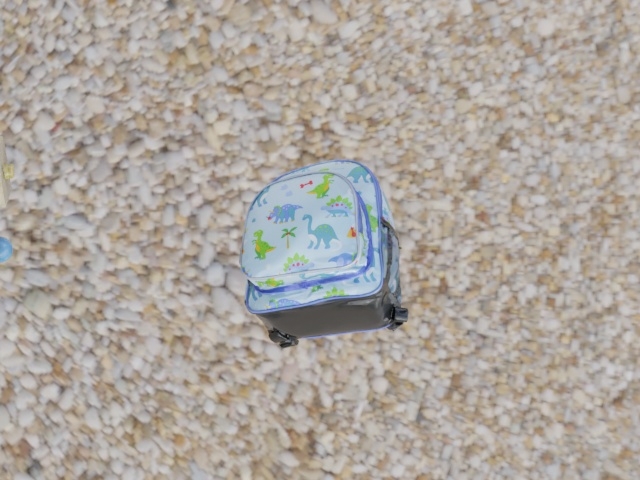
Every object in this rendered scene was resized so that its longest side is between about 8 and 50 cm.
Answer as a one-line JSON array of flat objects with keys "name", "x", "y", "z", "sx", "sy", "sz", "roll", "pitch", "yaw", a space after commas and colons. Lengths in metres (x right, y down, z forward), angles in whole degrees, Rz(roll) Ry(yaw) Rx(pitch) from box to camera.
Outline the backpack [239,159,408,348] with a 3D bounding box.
[{"name": "backpack", "x": 0.000, "y": 0.000, "z": 0.720, "sx": 0.084, "sy": 0.105, "sz": 0.114, "roll": 61, "pitch": 24, "yaw": -50}]

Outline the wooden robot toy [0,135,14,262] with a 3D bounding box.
[{"name": "wooden robot toy", "x": -0.170, "y": 0.004, "z": 0.423, "sx": 0.079, "sy": 0.173, "sz": 0.076, "roll": -4, "pitch": 129, "yaw": -6}]
